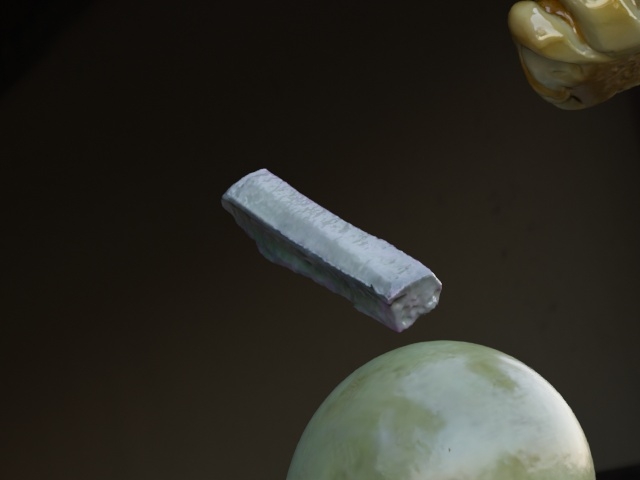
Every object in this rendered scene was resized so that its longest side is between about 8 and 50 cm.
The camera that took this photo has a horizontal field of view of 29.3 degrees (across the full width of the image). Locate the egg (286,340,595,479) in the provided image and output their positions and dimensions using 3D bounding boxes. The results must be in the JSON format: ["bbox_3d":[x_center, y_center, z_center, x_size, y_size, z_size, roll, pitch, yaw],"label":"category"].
[{"bbox_3d":[0.074,0.208,0.905,0.218,0.218,0.295,0,-45,-33],"label":"egg"}]

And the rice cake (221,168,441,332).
[{"bbox_3d":[0.000,0.000,0.802,0.047,0.036,0.206,-30,37,-25],"label":"rice cake"}]

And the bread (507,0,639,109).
[{"bbox_3d":[0.302,-0.217,0.998,0.311,0.121,0.173,-25,-15,6],"label":"bread"}]
